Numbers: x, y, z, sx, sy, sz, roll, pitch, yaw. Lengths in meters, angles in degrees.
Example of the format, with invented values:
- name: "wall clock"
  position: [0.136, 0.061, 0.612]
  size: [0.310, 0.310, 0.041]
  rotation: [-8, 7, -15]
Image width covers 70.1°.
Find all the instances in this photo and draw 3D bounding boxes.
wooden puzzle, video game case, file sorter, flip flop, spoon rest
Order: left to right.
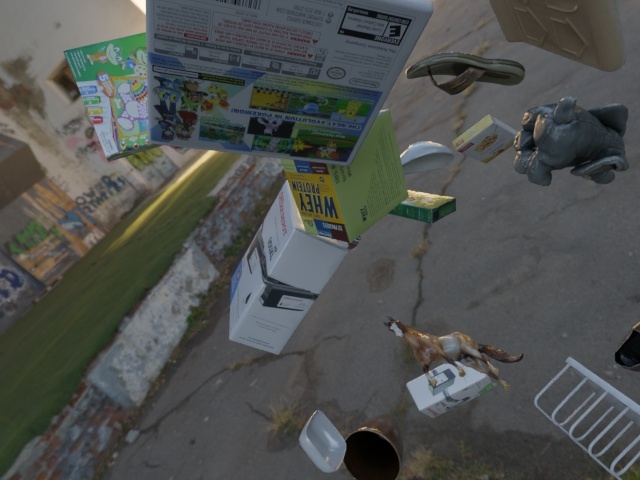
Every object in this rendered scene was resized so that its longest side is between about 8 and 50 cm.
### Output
- name: "video game case"
  position: [-0.062, -0.223, 0.622]
  size: [0.300, 0.328, 0.036]
  rotation: [120, 148, -55]
- name: "spoon rest"
  position: [0.194, -0.193, 1.139]
  size: [0.276, 0.084, 0.137]
  rotation: [-2, -10, 1]
- name: "flip flop"
  position: [0.342, -0.384, 1.084]
  size: [0.112, 0.276, 0.080]
  rotation: [-117, 33, -86]
- name: "wooden puzzle"
  position: [0.565, -0.580, 1.109]
  size: [0.080, 0.322, 0.348]
  rotation: [-50, 44, 6]
- name: "file sorter"
  position: [0.760, 0.495, 1.226]
  size: [0.173, 0.193, 0.278]
  rotation: [-48, 24, 2]

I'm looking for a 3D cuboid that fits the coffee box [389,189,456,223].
- name: "coffee box"
  position: [0.252, -0.095, 1.214]
  size: [0.113, 0.041, 0.184]
  rotation: [-25, 29, -37]

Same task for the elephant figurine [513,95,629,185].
- name: "elephant figurine"
  position: [0.513, -0.182, 0.873]
  size: [0.186, 0.239, 0.170]
  rotation: [-88, 6, -67]

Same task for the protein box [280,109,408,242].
- name: "protein box"
  position: [0.053, -0.137, 0.941]
  size: [0.136, 0.200, 0.201]
  rotation: [13, 41, 46]

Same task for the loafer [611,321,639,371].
- name: "loafer"
  position: [0.972, 0.261, 1.289]
  size: [0.130, 0.366, 0.134]
  rotation: [-7, 41, -26]

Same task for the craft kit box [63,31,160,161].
- name: "craft kit box"
  position: [-0.413, -0.337, 1.051]
  size: [0.246, 0.250, 0.061]
  rotation: [-23, 6, -19]

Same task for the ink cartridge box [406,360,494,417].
- name: "ink cartridge box"
  position: [0.488, 0.544, 1.711]
  size: [0.272, 0.198, 0.115]
  rotation: [-32, 51, 11]

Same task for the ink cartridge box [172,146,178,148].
- name: "ink cartridge box"
  position: [-0.500, -0.523, 1.682]
  size: [0.226, 0.306, 0.131]
  rotation: [-25, 35, -19]

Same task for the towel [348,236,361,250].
- name: "towel"
  position: [0.000, 0.000, 1.705]
  size: [0.329, 0.236, 0.037]
  rotation: [135, 147, -74]

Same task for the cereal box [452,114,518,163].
- name: "cereal box"
  position: [0.651, -0.390, 1.785]
  size: [0.173, 0.240, 0.047]
  rotation: [-38, 58, 39]

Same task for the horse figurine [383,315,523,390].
- name: "horse figurine"
  position: [0.273, 0.230, 0.926]
  size: [0.174, 0.263, 0.066]
  rotation: [-130, 50, -64]

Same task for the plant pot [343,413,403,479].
- name: "plant pot"
  position: [0.220, 0.747, 1.692]
  size: [0.215, 0.215, 0.230]
  rotation: [-31, -6, 25]

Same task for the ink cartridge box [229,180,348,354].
- name: "ink cartridge box"
  position: [-0.106, 0.073, 1.297]
  size: [0.395, 0.166, 0.285]
  rotation: [-58, 24, 24]

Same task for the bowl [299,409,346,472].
- name: "bowl"
  position: [0.001, 0.565, 1.273]
  size: [0.053, 0.142, 0.142]
  rotation: [-42, -5, 19]
